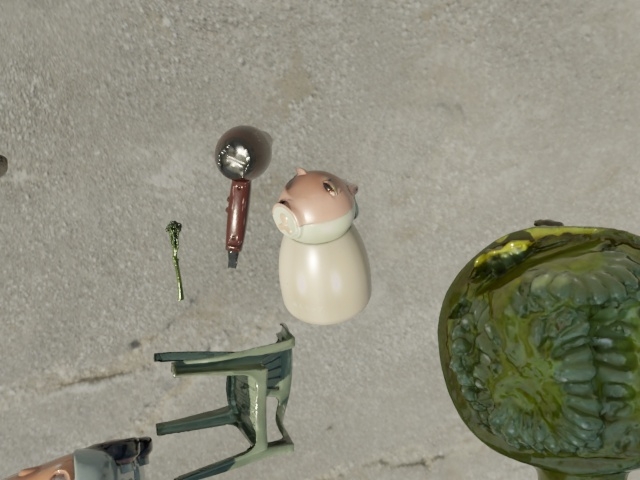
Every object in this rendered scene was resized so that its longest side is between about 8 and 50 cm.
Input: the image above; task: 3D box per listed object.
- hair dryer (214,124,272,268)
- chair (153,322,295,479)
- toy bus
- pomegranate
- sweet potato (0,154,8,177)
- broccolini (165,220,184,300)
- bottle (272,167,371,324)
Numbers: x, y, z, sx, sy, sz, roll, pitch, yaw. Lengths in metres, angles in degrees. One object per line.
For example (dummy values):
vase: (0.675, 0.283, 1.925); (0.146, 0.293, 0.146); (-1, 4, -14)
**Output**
hair dryer: (-0.184, -0.104, 1.313); (0.123, 0.312, 0.341); (9, 103, 3)
chair: (-0.134, 0.252, 0.926); (0.274, 0.190, 0.204); (-1, 97, -28)
toy bus: (-0.345, 0.383, 0.749); (0.231, 0.194, 0.288); (-5, 163, -9)
pomegranate: (0.253, 0.141, 0.547); (0.260, 0.260, 0.341); (5, 82, -33)
sweet potato: (-0.691, -0.132, 1.013); (0.085, 0.112, 0.286); (-45, 178, 24)
broccolini: (-0.375, 0.055, 1.425); (0.044, 0.042, 0.218); (-14, 107, -46)
bottle: (0.000, 0.000, 0.844); (0.147, 0.147, 0.237); (-19, 125, -17)
